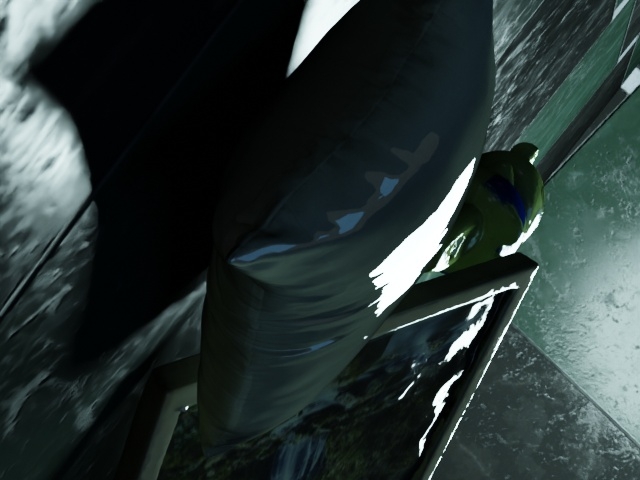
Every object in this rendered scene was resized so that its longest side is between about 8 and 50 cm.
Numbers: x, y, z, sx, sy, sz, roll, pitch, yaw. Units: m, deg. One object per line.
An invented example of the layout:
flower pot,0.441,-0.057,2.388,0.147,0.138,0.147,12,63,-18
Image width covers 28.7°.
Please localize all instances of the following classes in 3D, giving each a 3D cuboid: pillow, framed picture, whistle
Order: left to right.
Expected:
framed picture,-0.007,0.132,0.763,0.324,0.020,0.240,-14,135,-47
pillow,-0.001,0.000,0.500,0.144,0.078,0.254,-47,171,-23
whistle,0.130,-0.019,1.031,0.227,0.085,0.105,-33,151,-61
